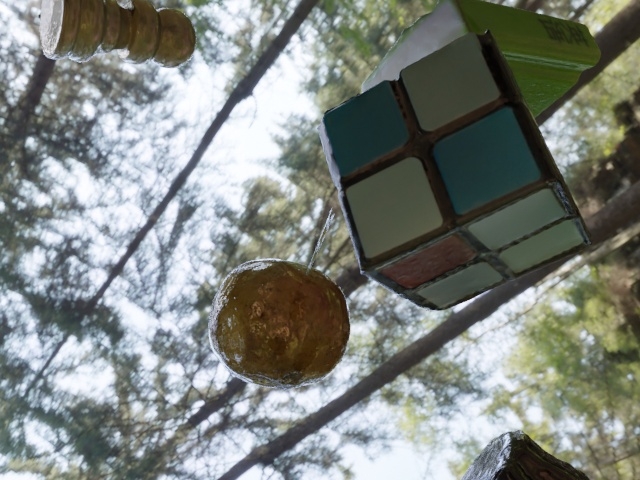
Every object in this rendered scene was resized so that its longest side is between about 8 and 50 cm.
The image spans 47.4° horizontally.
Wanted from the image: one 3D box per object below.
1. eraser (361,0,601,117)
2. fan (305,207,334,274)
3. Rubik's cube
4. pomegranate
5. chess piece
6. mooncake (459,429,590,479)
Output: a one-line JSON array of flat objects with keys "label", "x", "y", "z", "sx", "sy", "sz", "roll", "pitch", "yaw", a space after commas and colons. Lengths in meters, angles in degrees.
[{"label": "eraser", "x": 0.227, "y": -0.237, "z": 1.031, "sx": 0.274, "sy": 0.210, "sz": 0.092, "roll": -1, "pitch": -118, "yaw": -36}, {"label": "fan", "x": 0.000, "y": 0.000, "z": 1.279, "sx": 0.009, "sy": 0.240, "sz": 0.131, "roll": 23, "pitch": -94, "yaw": -1}, {"label": "Rubik's cube", "x": 0.125, "y": -0.054, "z": 0.679, "sx": 0.180, "sy": 0.183, "sz": 0.167, "roll": 35, "pitch": -147, "yaw": -58}, {"label": "pomegranate", "x": -0.083, "y": 0.165, "z": 1.445, "sx": 0.281, "sy": 0.281, "sz": 0.281, "roll": 22, "pitch": -135, "yaw": -24}, {"label": "chess piece", "x": -0.221, "y": -0.243, "z": 0.829, "sx": 0.170, "sy": 0.094, "sz": 0.094, "roll": 0, "pitch": -123, "yaw": -35}, {"label": "mooncake", "x": 0.299, "y": 0.508, "z": 1.214, "sx": 0.212, "sy": 0.381, "sz": 0.350, "roll": 31, "pitch": -158, "yaw": 4}]
